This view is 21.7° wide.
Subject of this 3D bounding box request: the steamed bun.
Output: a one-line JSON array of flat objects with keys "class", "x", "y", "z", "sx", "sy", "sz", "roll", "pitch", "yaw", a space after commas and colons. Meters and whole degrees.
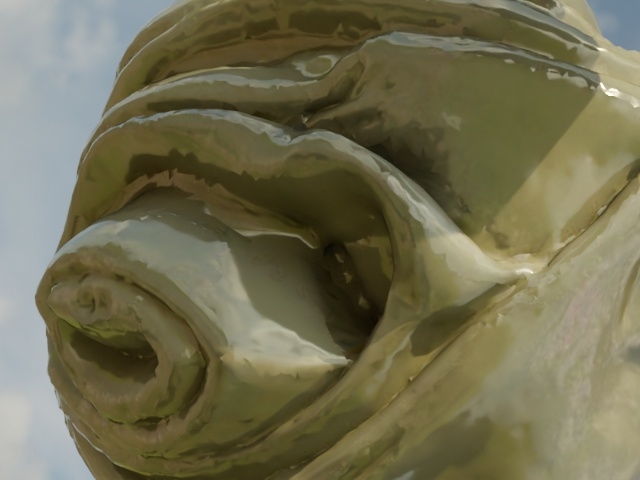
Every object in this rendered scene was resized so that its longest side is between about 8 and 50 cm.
[{"class": "steamed bun", "x": 0.007, "y": 0.005, "z": 0.740, "sx": 0.309, "sy": 0.219, "sz": 0.324, "roll": 38, "pitch": -78, "yaw": 30}]
